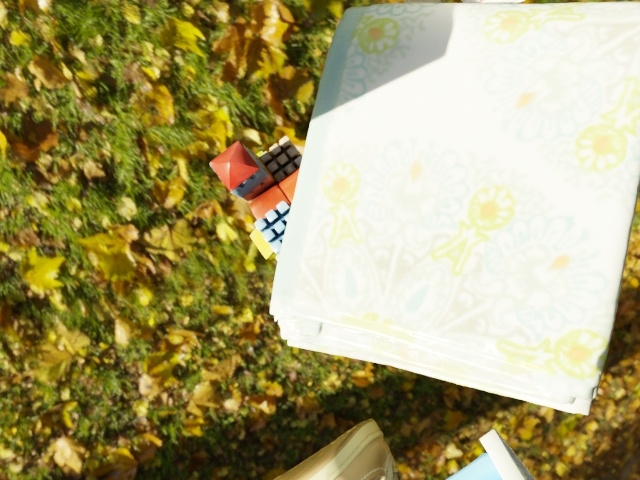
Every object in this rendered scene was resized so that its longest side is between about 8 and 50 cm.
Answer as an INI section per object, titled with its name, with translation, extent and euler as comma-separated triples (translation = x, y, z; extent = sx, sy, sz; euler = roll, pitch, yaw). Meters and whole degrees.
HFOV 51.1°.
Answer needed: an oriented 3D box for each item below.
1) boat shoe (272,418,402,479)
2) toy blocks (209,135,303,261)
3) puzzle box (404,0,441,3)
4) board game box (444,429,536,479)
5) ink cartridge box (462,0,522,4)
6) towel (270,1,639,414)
[boat shoe]
translation = 0.041, 0.271, 0.721
extent = 0.122, 0.110, 0.341
euler = -34, 161, 3
[toy blocks]
translation = 0.000, 0.000, 0.904
extent = 0.191, 0.381, 0.261
euler = -37, 171, 4
[puzzle box]
translation = 0.170, -0.196, 1.065
extent = 0.409, 0.052, 0.271
euler = 47, 42, -76
[board game box]
translation = 0.222, 0.331, 0.301
extent = 0.050, 0.390, 0.390
euler = -36, 112, 5
[ink cartridge box]
translation = 0.169, -0.331, 0.634
extent = 0.140, 0.082, 0.190
euler = -18, 132, 31
[towel]
translation = 0.132, -0.050, 0.648
extent = 0.090, 0.321, 0.374
euler = 22, 80, -65
